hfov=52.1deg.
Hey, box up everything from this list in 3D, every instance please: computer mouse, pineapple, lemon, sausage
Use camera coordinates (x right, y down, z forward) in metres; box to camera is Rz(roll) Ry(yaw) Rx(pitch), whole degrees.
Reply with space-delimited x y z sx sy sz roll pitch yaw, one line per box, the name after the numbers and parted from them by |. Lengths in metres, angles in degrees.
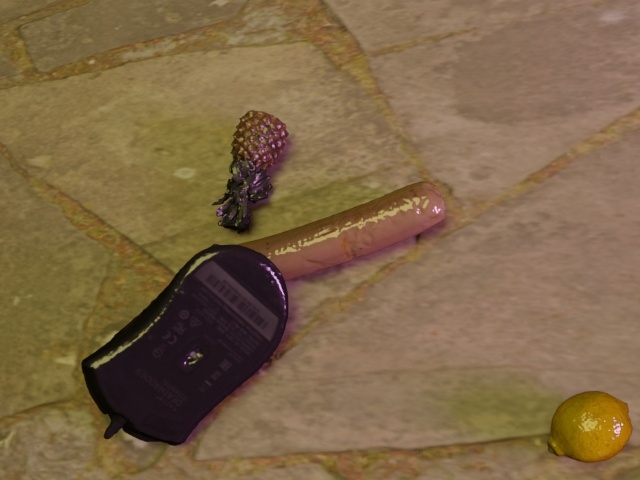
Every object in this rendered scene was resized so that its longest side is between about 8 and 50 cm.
-0.149 0.118 0.743 0.264 0.088 0.147 -44 103 -6 | computer mouse
-0.095 -0.088 0.853 0.074 0.074 0.159 10 76 24 | pineapple
0.244 0.171 0.595 0.083 0.062 0.062 -33 58 1 | lemon
0.000 0.002 0.773 0.302 0.066 0.065 -18 59 12 | sausage
